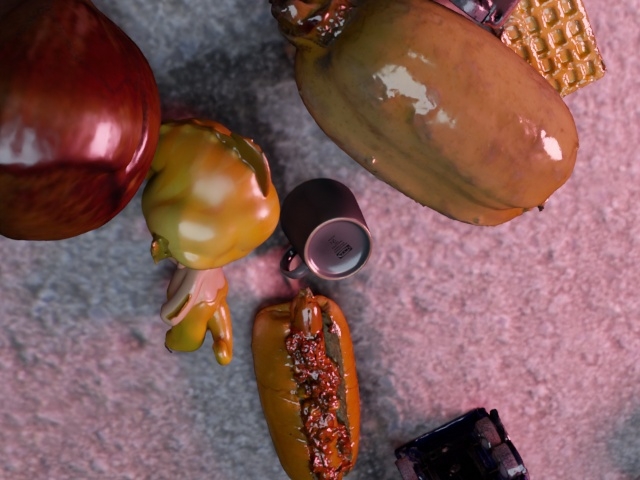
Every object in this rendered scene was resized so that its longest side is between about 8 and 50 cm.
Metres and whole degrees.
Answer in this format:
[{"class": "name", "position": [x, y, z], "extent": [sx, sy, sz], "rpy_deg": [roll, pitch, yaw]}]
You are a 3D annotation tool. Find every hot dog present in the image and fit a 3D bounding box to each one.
[{"class": "hot dog", "position": [-0.011, 0.155, 1.539], "extent": [0.102, 0.076, 0.249], "rpy_deg": [-11, 120, -6]}]

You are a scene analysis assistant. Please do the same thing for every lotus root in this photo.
[{"class": "lotus root", "position": [0.089, -0.133, 1.369], "extent": [0.343, 0.151, 0.169], "rpy_deg": [33, 144, -26]}]

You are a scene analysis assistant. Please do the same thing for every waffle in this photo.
[{"class": "waffle", "position": [0.213, -0.193, 1.450], "extent": [0.092, 0.021, 0.135], "rpy_deg": [-28, 121, 0]}]

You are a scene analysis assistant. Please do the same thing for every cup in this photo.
[{"class": "cup", "position": [0.000, 0.000, 1.459], "extent": [0.078, 0.077, 0.100], "rpy_deg": [34, 104, -28]}]

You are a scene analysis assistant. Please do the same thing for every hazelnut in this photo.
[{"class": "hazelnut", "position": [-0.238, -0.108, 1.277], "extent": [0.229, 0.229, 0.229], "rpy_deg": [-7, 118, -12]}]

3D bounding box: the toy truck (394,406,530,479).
[{"class": "toy truck", "position": [0.182, 0.307, 1.563], "extent": [0.124, 0.268, 0.155], "rpy_deg": [-26, 123, 0]}]

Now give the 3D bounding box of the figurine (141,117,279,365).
[{"class": "figurine", "position": [-0.106, -0.004, 1.397], "extent": [0.131, 0.156, 0.246], "rpy_deg": [18, 132, 13]}]

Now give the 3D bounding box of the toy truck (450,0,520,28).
[{"class": "toy truck", "position": [0.081, -0.293, 1.308], "extent": [0.253, 0.114, 0.107], "rpy_deg": [31, 105, -29]}]
